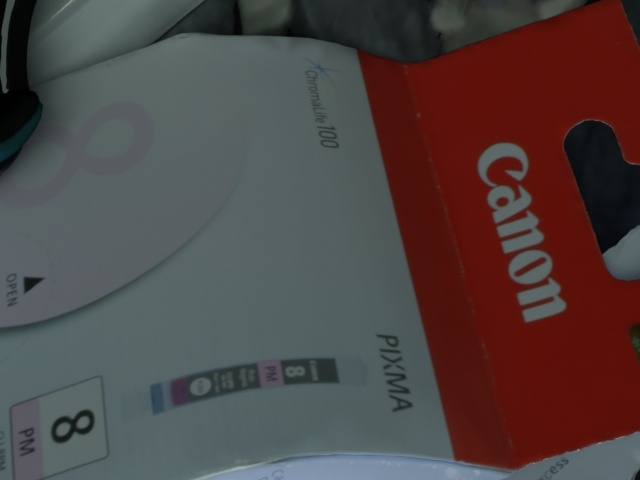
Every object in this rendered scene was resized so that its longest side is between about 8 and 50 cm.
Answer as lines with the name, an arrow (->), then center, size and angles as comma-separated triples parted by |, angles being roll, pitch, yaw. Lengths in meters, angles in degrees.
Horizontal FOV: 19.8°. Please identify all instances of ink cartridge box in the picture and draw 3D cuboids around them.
ink cartridge box -> 0.000, 0.000, 0.579 | 0.232, 0.189, 0.066 | -22, 136, 10

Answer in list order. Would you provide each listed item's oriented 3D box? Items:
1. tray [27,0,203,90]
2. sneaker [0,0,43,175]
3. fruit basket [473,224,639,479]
tray -> -0.133, -0.105, 0.647 | 0.270, 0.030, 0.145 | -38, 92, 9
sneaker -> -0.169, -0.031, 0.578 | 0.121, 0.108, 0.302 | 34, 99, 20
fruit basket -> 0.183, 0.152, 0.548 | 0.327, 0.165, 0.353 | -38, 73, -11
